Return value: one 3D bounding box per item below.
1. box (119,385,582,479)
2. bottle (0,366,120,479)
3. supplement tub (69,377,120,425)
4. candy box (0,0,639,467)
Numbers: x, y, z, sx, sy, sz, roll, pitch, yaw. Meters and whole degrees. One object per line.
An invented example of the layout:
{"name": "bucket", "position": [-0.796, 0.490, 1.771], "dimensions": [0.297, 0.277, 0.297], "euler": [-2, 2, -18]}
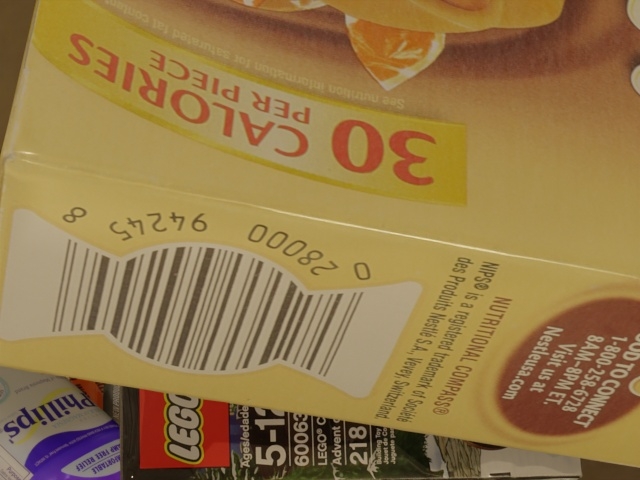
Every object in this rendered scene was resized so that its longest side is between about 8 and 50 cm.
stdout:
{"name": "box", "position": [0.005, -0.024, 0.562], "dimensions": [0.159, 0.044, 0.233], "euler": [-1, 74, -8]}
{"name": "bottle", "position": [-0.189, 0.172, 1.108], "dimensions": [0.283, 0.092, 0.118], "euler": [38, 33, 22]}
{"name": "supplement tub", "position": [-0.051, 0.119, 1.300], "dimensions": [0.316, 0.193, 0.193], "euler": [0, 75, -5]}
{"name": "candy box", "position": [0.081, -0.036, 0.417], "dimensions": [0.317, 0.087, 0.182], "euler": [11, 52, -10]}
